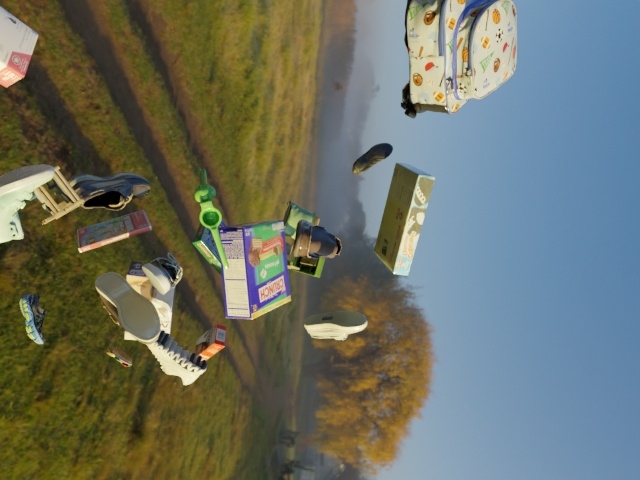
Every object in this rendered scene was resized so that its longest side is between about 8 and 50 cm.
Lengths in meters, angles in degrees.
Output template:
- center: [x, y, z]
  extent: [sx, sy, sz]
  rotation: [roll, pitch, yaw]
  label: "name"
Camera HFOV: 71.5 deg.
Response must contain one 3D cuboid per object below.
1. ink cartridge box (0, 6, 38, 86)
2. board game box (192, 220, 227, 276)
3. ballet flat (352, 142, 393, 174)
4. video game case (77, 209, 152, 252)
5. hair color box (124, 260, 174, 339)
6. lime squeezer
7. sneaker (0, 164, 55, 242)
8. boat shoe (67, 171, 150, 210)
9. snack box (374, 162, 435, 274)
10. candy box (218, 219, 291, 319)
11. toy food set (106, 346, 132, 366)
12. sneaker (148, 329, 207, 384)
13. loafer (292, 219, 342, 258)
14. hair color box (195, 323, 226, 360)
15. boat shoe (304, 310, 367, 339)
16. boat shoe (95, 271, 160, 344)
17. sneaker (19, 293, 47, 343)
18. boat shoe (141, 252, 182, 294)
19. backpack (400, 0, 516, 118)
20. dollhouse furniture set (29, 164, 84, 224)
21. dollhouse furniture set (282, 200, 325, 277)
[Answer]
- center: [-0.866, -0.530, 1.131]
  extent: [0.217, 0.092, 0.159]
  rotation: [34, 51, -54]
  label: "ink cartridge box"
- center: [-0.432, 0.040, 1.970]
  extent: [0.214, 0.046, 0.317]
  rotation: [-85, 152, -46]
  label: "board game box"
- center: [0.171, -0.276, 1.480]
  extent: [0.058, 0.173, 0.049]
  rotation: [55, -20, 5]
  label: "ballet flat"
- center: [-0.870, -0.045, 1.874]
  extent: [0.204, 0.284, 0.025]
  rotation: [40, -35, 53]
  label: "video game case"
- center: [-0.705, 0.260, 1.845]
  extent: [0.110, 0.185, 0.339]
  rotation: [-108, -151, -59]
  label: "hair color box"
- center: [-0.301, -0.078, 1.192]
  extent: [0.110, 0.058, 0.311]
  rotation: [124, -49, -61]
  label: "lime squeezer"
- center: [-0.807, -0.092, 1.182]
  extent: [0.094, 0.255, 0.151]
  rotation: [28, -34, 40]
  label: "sneaker"
- center: [-0.810, -0.176, 1.733]
  extent: [0.132, 0.130, 0.355]
  rotation: [-48, 164, 29]
  label: "boat shoe"
- center: [0.262, -0.073, 1.431]
  extent: [0.187, 0.059, 0.323]
  rotation: [-121, -140, -65]
  label: "snack box"
- center: [-0.231, 0.097, 1.601]
  extent: [0.268, 0.122, 0.318]
  rotation: [-18, 106, -63]
  label: "candy box"
- center: [-0.609, 0.356, 1.356]
  extent: [0.020, 0.082, 0.083]
  rotation: [-50, 166, -12]
  label: "toy food set"
- center: [-0.584, 0.444, 1.703]
  extent: [0.118, 0.292, 0.110]
  rotation: [-50, -173, 10]
  label: "sneaker"
- center: [0.000, 0.000, 1.623]
  extent: [0.366, 0.129, 0.134]
  rotation: [-1, 101, -74]
  label: "loafer"
- center: [-0.456, 0.424, 1.840]
  extent: [0.167, 0.053, 0.093]
  rotation: [-40, -143, 35]
  label: "hair color box"
- center: [0.056, 0.289, 1.479]
  extent: [0.081, 0.227, 0.079]
  rotation: [68, 31, -27]
  label: "boat shoe"
- center: [-0.629, 0.235, 1.466]
  extent: [0.116, 0.324, 0.097]
  rotation: [-33, 148, -37]
  label: "boat shoe"
- center: [-1.024, 0.285, 1.610]
  extent: [0.078, 0.066, 0.189]
  rotation: [-19, 100, -57]
  label: "sneaker"
- center: [-0.513, 0.107, 1.468]
  extent: [0.113, 0.104, 0.306]
  rotation: [55, -21, -5]
  label: "boat shoe"
- center: [0.303, -0.440, 0.986]
  extent: [0.276, 0.213, 0.264]
  rotation: [-41, 123, -33]
  label: "backpack"
- center: [-0.854, -0.133, 1.396]
  extent: [0.183, 0.129, 0.130]
  rotation: [-5, -60, 53]
  label: "dollhouse furniture set"
- center: [-0.076, -0.008, 2.030]
  extent: [0.197, 0.151, 0.302]
  rotation: [25, 77, -46]
  label: "dollhouse furniture set"
